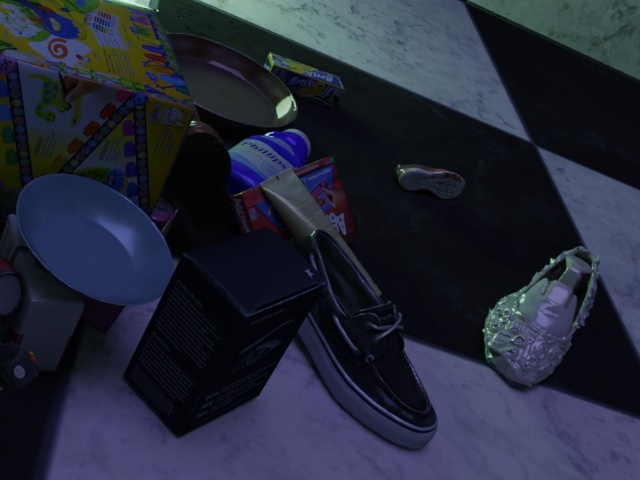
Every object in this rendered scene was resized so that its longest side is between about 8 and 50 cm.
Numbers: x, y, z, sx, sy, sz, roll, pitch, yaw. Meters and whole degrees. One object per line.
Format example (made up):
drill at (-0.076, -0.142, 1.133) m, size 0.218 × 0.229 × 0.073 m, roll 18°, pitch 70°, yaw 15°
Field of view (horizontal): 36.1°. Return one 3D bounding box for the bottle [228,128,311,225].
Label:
bottle at (-0.094, -0.117, 1.623) m, size 0.118 × 0.092 × 0.283 m, roll 32°, pitch 29°, yaw 7°

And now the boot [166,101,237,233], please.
boot at (-0.206, -0.169, 1.376) m, size 0.089 × 0.236 × 0.270 m, roll -18°, pitch 61°, yaw -11°

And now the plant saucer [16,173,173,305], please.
plant saucer at (-0.259, 0.007, 1.106) m, size 0.195 × 0.037 × 0.195 m, roll 31°, pitch 31°, yaw -21°

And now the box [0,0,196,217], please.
box at (-0.339, -0.198, 1.232) m, size 0.279 × 0.177 × 0.290 m, roll 13°, pitch 31°, yaw -28°

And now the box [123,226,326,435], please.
box at (-0.112, 0.104, 1.144) m, size 0.108 × 0.207 × 0.153 m, roll 42°, pitch 32°, yaw 20°

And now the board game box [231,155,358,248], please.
board game box at (-0.033, -0.034, 1.531) m, size 0.281 × 0.027 × 0.145 m, roll -30°, pitch 104°, yaw -57°

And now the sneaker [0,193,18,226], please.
sneaker at (-0.433, -0.058, 1.252) m, size 0.283 × 0.110 × 0.122 m, roll 31°, pitch 47°, yaw 7°

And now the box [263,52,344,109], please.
box at (-0.037, -0.333, 2.052) m, size 0.168 × 0.054 × 0.059 m, roll 16°, pitch 32°, yaw -24°

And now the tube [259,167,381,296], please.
tube at (0.000, 0.000, 1.473) m, size 0.240 × 0.062 × 0.070 m, roll 55°, pitch -7°, yaw -1°

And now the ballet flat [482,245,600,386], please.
ballet flat at (0.388, 0.104, 1.667) m, size 0.147 × 0.147 × 0.409 m, roll 36°, pitch 30°, yaw 12°

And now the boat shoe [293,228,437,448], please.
boat shoe at (0.053, 0.126, 1.333) m, size 0.335 × 0.119 × 0.121 m, roll 50°, pitch 33°, yaw 20°

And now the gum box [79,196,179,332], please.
gum box at (-0.250, 0.019, 1.259) m, size 0.062 × 0.107 × 0.188 m, roll 28°, pitch 29°, yaw -3°

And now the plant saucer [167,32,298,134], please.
plant saucer at (-0.191, -0.289, 1.853) m, size 0.310 × 0.050 × 0.311 m, roll 21°, pitch 30°, yaw -13°

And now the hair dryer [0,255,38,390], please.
hair dryer at (-0.418, 0.075, 1.005) m, size 0.223 × 0.080 × 0.293 m, roll -13°, pitch 30°, yaw -17°

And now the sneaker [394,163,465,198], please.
sneaker at (0.218, -0.129, 1.957) m, size 0.157 × 0.061 × 0.065 m, roll 12°, pitch 27°, yaw -30°

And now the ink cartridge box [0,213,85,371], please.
ink cartridge box at (-0.330, 0.058, 1.123) m, size 0.063 × 0.109 × 0.150 m, roll 6°, pitch 37°, yaw -34°
